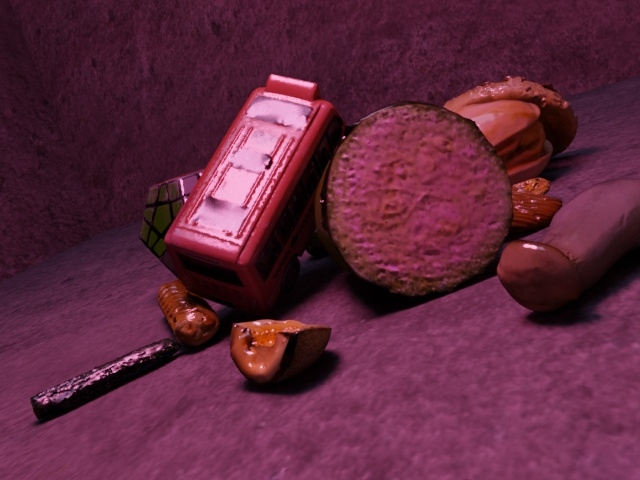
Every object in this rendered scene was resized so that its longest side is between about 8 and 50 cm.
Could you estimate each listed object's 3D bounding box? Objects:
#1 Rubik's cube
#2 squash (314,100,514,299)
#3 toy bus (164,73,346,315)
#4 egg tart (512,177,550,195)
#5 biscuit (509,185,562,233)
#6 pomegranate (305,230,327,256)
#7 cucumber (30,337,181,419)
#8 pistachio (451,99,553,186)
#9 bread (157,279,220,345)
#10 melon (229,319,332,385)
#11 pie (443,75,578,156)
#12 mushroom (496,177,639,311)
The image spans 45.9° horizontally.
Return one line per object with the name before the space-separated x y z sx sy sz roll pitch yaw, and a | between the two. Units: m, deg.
Rubik's cube | -0.255 -0.031 1.740 0.264 0.319 0.319 -45 14 -4
squash | 0.134 -0.052 1.301 0.311 0.310 0.309 -20 -3 -6
toy bus | -0.107 -0.093 1.418 0.203 0.233 0.426 16 62 19
egg tart | 0.397 -0.079 1.490 0.129 0.049 0.129 -23 12 5
biscuit | 0.325 -0.069 1.385 0.229 0.031 0.176 -8 36 -8
pomegranate | -0.003 0.003 1.689 0.073 0.073 0.084 -20 19 -9
cucumber | -0.345 0.222 1.241 0.257 0.043 0.044 -23 17 -27
pistachio | 0.355 -0.205 1.705 0.309 0.229 0.230 -17 11 21
bread | -0.258 0.133 1.445 0.084 0.077 0.367 -23 11 -14
melon | -0.044 0.151 1.038 0.128 0.079 0.160 -4 0 -37
pie | 0.457 -0.282 1.849 0.340 0.083 0.339 6 -26 3
mushroom | 0.352 0.008 1.025 0.329 0.122 0.159 -27 -22 -41
